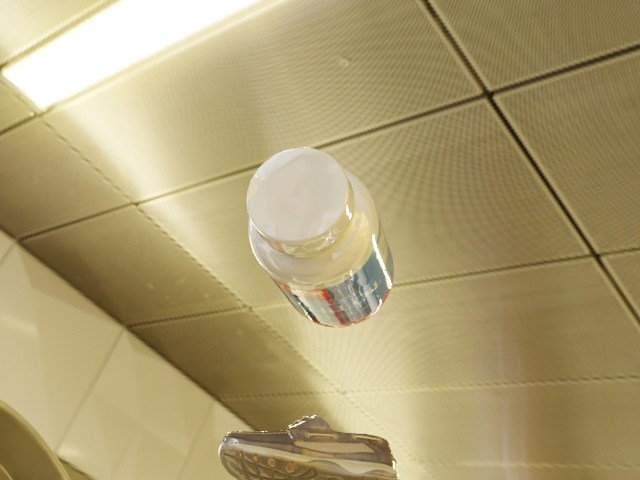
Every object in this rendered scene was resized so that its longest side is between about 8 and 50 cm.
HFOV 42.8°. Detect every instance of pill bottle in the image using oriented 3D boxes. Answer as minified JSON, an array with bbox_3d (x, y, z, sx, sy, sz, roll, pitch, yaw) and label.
[{"bbox_3d":[0.000,0.000,0.795,0.124,0.124,0.221,11,-18,17],"label":"pill bottle"}]

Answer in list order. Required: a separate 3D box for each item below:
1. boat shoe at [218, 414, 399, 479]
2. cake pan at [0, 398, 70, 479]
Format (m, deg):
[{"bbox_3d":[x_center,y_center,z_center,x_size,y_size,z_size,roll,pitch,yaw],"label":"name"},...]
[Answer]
[{"bbox_3d":[-0.022,0.421,1.599,0.355,0.130,0.132,14,-51,-9],"label":"boat shoe"},{"bbox_3d":[-0.312,0.284,0.791,0.054,0.293,0.293,-29,-48,1],"label":"cake pan"}]
